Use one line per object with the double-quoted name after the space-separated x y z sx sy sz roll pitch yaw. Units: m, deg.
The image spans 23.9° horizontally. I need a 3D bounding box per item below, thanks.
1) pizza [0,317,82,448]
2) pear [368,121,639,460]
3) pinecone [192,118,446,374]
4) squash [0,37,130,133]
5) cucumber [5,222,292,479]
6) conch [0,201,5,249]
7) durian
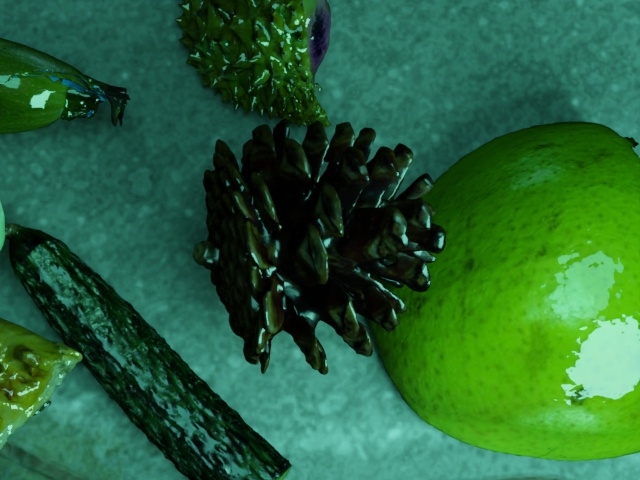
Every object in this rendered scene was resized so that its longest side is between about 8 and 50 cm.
-0.358 0.123 1.098 0.365 0.074 0.182 -1 54 -6 "pizza"
0.158 0.039 1.201 0.239 0.139 0.288 -12 79 -3 "pear"
0.000 0.000 1.140 0.207 0.208 0.208 2 78 -9 "pinecone"
-0.312 -0.132 1.172 0.331 0.087 0.087 11 76 -6 "squash"
-0.142 0.097 1.164 0.293 0.067 0.067 44 75 5 "cucumber"
-0.347 -0.007 1.094 0.250 0.137 0.143 -29 40 -34 "conch"
-0.054 -0.186 1.216 0.119 0.108 0.187 -7 80 -12 "durian"
